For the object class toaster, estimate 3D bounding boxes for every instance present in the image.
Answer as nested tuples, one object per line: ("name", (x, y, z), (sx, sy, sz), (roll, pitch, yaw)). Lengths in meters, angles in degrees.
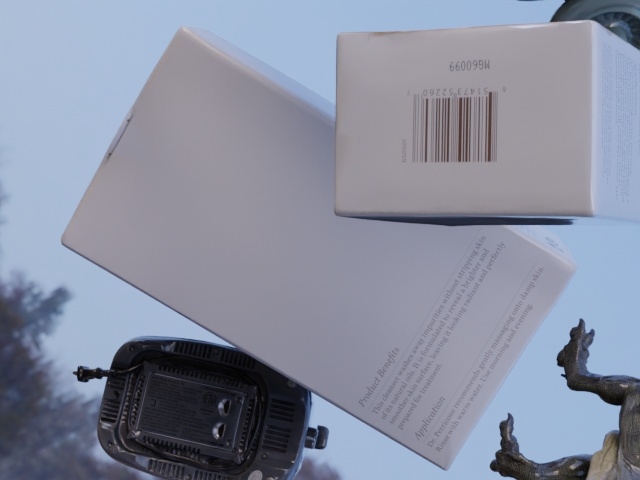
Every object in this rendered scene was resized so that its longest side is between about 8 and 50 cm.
("toaster", (-0.107, 0.162, 1.329), (0.146, 0.227, 0.129), (52, 49, -78))

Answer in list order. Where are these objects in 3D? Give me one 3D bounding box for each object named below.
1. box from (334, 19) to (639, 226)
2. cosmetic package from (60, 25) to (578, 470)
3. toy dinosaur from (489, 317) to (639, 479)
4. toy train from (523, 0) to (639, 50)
("box", (0.098, -0.054, 0.732), (0.170, 0.130, 0.091), (2, 89, -66))
("cosmetic package", (0.000, 0.000, 1.228), (0.385, 0.217, 0.156), (33, 9, 0))
("toy dinosaur", (0.168, 0.116, 0.813), (0.118, 0.268, 0.064), (30, -38, 35))
("toy train", (0.172, -0.235, 0.854), (0.334, 0.190, 0.142), (39, 34, -42))
